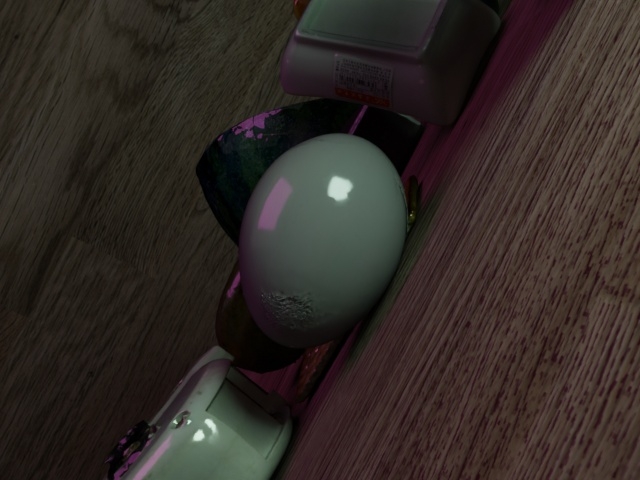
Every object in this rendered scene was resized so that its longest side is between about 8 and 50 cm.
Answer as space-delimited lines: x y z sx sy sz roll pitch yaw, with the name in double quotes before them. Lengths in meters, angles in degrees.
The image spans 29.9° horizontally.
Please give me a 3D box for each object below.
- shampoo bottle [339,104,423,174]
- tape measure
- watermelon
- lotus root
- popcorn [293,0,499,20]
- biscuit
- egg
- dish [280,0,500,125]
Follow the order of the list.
"shampoo bottle" 0.060 -0.115 1.534 0.079 0.080 0.246 -61 5 -7
"tape measure" -0.140 0.232 1.200 0.258 0.130 0.265 -50 4 -11
"watermelon" -0.021 -0.062 1.792 0.292 0.319 0.222 108 154 -78
"lotus root" -0.035 0.042 1.374 0.241 0.124 0.123 -62 -4 -3
"popcorn" 0.091 -0.326 1.430 0.237 0.293 0.293 -33 -23 -58
"biscuit" 0.038 0.046 1.208 0.231 0.016 0.139 -60 5 19
"egg" 0.000 0.000 1.077 0.146 0.146 0.199 -142 73 -86
"dish" 0.063 -0.215 1.247 0.151 0.212 0.077 -63 -29 -21
